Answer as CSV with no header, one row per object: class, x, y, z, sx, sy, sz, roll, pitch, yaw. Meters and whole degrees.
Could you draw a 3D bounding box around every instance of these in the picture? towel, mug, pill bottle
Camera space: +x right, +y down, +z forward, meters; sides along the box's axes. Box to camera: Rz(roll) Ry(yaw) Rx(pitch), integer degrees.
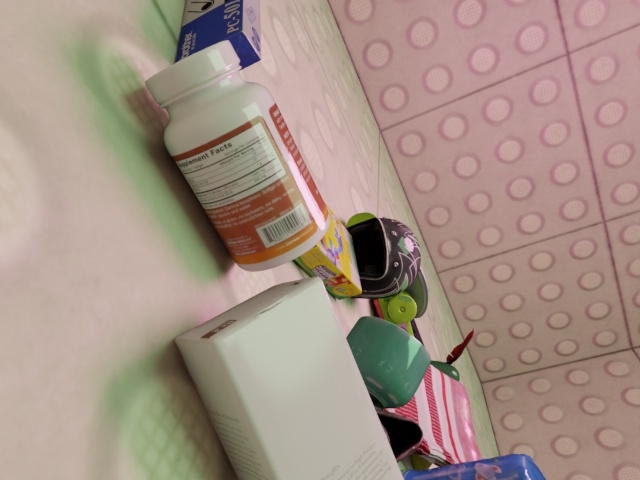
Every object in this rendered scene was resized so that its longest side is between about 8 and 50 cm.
towel,0.224,0.339,0.947,0.329,0.037,0.237,37,31,-28
mug,0.092,0.201,0.704,0.097,0.130,0.157,-53,140,-26
pill bottle,-0.084,-0.085,0.483,0.121,0.121,0.216,-75,142,-62

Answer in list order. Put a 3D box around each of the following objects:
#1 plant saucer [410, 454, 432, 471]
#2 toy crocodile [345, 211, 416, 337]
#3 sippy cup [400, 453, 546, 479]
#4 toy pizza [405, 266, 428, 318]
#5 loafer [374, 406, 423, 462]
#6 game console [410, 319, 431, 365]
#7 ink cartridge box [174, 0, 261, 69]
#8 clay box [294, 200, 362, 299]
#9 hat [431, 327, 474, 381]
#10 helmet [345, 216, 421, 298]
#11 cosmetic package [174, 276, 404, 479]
plant saucer,0.227,0.412,1.031,0.188,0.045,0.188,31,42,-64
toy crocodile,0.149,0.096,1.057,0.115,0.105,0.340,-65,139,-82
sippy cup,0.240,0.433,0.675,0.240,0.224,0.305,53,20,-15
toy pizza,0.209,0.098,1.148,0.201,0.032,0.201,47,-33,44
loafer,0.057,0.249,0.591,0.302,0.095,0.108,41,35,-58
game console,0.281,0.358,1.226,0.213,0.044,0.361,71,4,-48
ink cartridge box,-0.131,-0.291,0.606,0.046,0.097,0.207,51,26,-48
clay box,0.000,0.000,0.768,0.222,0.053,0.127,46,29,-51
hat,0.408,0.400,1.365,0.208,0.184,0.172,50,26,-49
helmet,0.119,0.035,0.909,0.169,0.162,0.169,-20,90,-73
cosmetic package,-0.020,0.161,0.402,0.117,0.086,0.230,-26,97,-39
